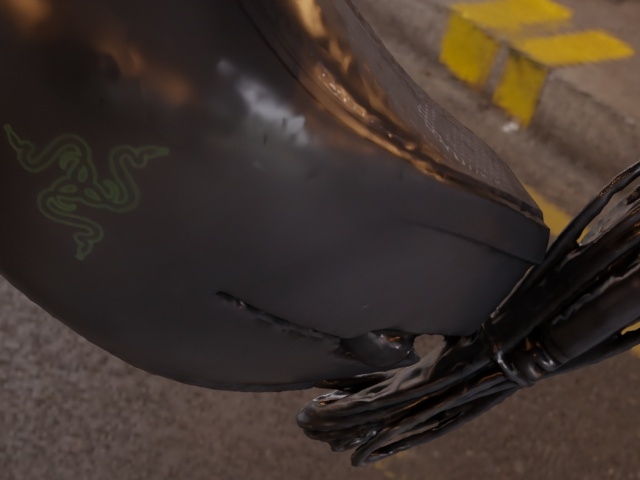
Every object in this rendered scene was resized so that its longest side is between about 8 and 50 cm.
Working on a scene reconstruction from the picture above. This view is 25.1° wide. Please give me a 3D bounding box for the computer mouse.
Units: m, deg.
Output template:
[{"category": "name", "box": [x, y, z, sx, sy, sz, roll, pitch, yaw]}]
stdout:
[{"category": "computer mouse", "box": [0.000, 0.000, 0.409, 0.272, 0.188, 0.072, 31, 37, -39]}]
